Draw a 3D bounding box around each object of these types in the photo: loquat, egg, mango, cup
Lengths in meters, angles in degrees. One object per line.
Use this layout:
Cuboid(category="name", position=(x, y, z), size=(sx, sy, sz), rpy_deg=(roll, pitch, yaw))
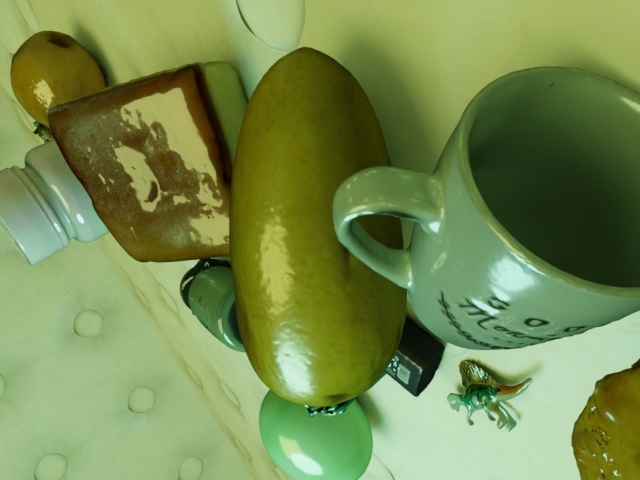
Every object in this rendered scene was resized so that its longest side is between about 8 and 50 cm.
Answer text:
Cuboid(category="loquat", position=(-0.616, -0.373, 1.148), size=(0.238, 0.193, 0.238), rpy_deg=(12, 123, 19))
Cuboid(category="egg", position=(-0.010, 0.415, 1.060), size=(0.269, 0.220, 0.220), rpy_deg=(34, 145, 18))
Cuboid(category="mango", position=(0.000, 0.000, 0.595), size=(0.220, 0.301, 0.445), rpy_deg=(3, 115, 5))
Cuboid(category="cup", position=(0.132, -0.001, 0.418), size=(0.234, 0.258, 0.186), rpy_deg=(108, 165, -61))

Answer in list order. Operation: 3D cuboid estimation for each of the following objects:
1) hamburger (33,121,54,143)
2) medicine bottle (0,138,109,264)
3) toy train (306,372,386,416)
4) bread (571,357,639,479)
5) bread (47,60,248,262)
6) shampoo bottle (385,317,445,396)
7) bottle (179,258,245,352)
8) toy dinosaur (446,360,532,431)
Cuboid(category="hamburger", position=(-0.642, -0.282, 1.301), size=(0.206, 0.183, 0.130), rpy_deg=(48, 129, 4))
Cuboid(category="medicine bottle", position=(-0.469, -0.125, 1.002), size=(0.213, 0.378, 0.213), rpy_deg=(34, 144, 29))
Cuboid(category="toy train", position=(0.028, 0.246, 0.900), size=(0.107, 0.154, 0.198), rpy_deg=(58, 149, 1))
Cuboid(category="bread", position=(0.376, 0.205, 0.303), size=(0.398, 0.215, 0.398), rpy_deg=(35, 146, 28))
Cuboid(category="bread", position=(-0.251, -0.118, 0.826), size=(0.333, 0.143, 0.324), rpy_deg=(-5, 120, 27))
Cuboid(category="shampoo bottle", position=(0.059, 0.126, 0.812), size=(0.309, 0.071, 0.098), rpy_deg=(35, 146, 30))
Cuboid(category="bottle", position=(-0.233, 0.139, 1.159), size=(0.347, 0.168, 0.168), rpy_deg=(14, 132, 55))
Cuboid(category="toy dinosaur", position=(0.235, 0.216, 0.692), size=(0.106, 0.044, 0.187), rpy_deg=(49, 155, 41))
